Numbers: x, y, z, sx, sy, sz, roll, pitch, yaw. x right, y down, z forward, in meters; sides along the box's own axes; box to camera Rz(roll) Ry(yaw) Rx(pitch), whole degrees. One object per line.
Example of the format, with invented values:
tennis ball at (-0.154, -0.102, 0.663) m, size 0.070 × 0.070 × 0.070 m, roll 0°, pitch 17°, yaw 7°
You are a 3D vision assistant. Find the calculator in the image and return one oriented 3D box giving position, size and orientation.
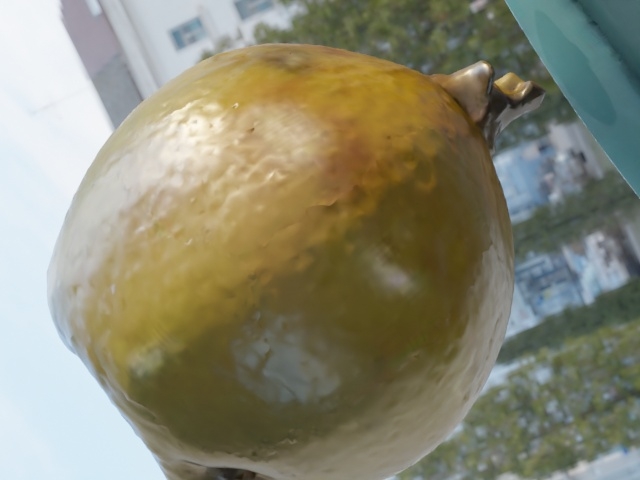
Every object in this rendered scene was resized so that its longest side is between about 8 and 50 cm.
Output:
calculator at (0.205, -0.182, 0.883) m, size 0.256 × 0.054 × 0.386 m, roll -28°, pitch -97°, yaw -47°

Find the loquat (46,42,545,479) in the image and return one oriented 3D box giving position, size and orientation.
loquat at (0.000, 0.000, 0.599) m, size 0.213 × 0.246 × 0.213 m, roll 49°, pitch 178°, yaw 2°
